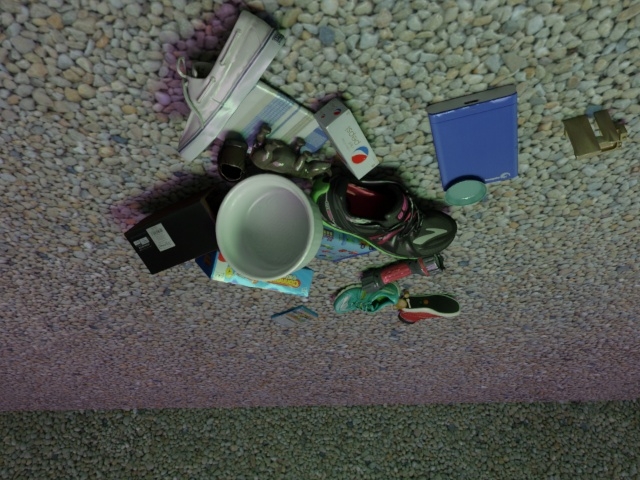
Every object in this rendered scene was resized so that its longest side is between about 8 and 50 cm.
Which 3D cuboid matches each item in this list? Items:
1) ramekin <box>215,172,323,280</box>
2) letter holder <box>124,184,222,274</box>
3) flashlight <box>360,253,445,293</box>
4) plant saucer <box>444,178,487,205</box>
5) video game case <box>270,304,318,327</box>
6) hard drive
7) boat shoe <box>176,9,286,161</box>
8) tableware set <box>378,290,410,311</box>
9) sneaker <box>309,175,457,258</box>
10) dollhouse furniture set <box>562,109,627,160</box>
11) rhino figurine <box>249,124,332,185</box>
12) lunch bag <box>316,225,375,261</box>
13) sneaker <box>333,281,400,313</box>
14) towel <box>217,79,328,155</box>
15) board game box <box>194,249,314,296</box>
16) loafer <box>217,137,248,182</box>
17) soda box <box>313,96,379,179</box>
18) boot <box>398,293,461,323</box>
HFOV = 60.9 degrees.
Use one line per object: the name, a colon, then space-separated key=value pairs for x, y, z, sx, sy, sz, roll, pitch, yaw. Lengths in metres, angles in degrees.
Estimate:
ramekin: x=-0.127 y=-0.032 z=1.454 sx=0.277 sy=0.277 sz=0.135 roll=-14 pitch=173 yaw=17
letter holder: x=-0.382 y=-0.053 z=1.619 sx=0.302 sy=0.214 sz=0.152 roll=-20 pitch=111 yaw=26
flashlight: x=0.286 y=0.113 z=1.934 sx=0.304 sy=0.103 sz=0.103 roll=-23 pitch=143 yaw=27
plant saucer: x=0.413 y=-0.141 z=1.554 sx=0.119 sy=0.021 sz=0.119 roll=-1 pitch=147 yaw=-1
video game case: x=-0.110 y=0.323 z=2.304 sx=0.166 sy=0.015 sz=0.119 roll=-22 pitch=141 yaw=28
hard drive: x=0.410 y=-0.256 z=1.438 sx=0.210 sy=0.040 sz=0.318 roll=-12 pitch=146 yaw=13
boat shoe: x=-0.241 y=-0.337 z=1.174 sx=0.156 sy=0.136 sz=0.367 roll=36 pitch=123 yaw=-15
tableware set: x=0.277 y=0.229 z=2.152 sx=0.154 sy=0.024 sz=0.104 roll=-9 pitch=116 yaw=16
sneaker: x=0.204 y=-0.063 z=1.553 sx=0.483 sy=0.185 sz=0.202 roll=13 pitch=169 yaw=-24
dollhouse furniture set: x=0.722 y=-0.237 z=1.413 sx=0.144 sy=0.123 sz=0.151 roll=-14 pitch=145 yaw=16
rhino figurine: x=-0.070 y=-0.205 z=1.398 sx=0.243 sy=0.073 sz=0.106 roll=17 pitch=136 yaw=-33
lunch bag: x=0.000 y=0.000 z=1.739 sx=0.221 sy=0.138 sz=0.293 roll=14 pitch=152 yaw=-28
sneaker: x=0.172 y=0.227 z=2.083 sx=0.275 sy=0.110 sz=0.107 roll=-19 pitch=129 yaw=21
towel: x=-0.124 y=-0.284 z=1.367 sx=0.285 sy=0.034 sz=0.209 roll=23 pitch=137 yaw=-36
board game box: x=-0.216 y=0.079 z=1.708 sx=0.302 sy=0.086 sz=0.308 roll=13 pitch=-177 yaw=-22
loafer: x=-0.236 y=-0.191 z=1.415 sx=0.080 sy=0.078 sz=0.220 roll=12 pitch=164 yaw=-7
soda box: x=0.068 y=-0.253 z=1.372 sx=0.074 sy=0.069 sz=0.216 roll=-40 pitch=140 yaw=1
boot: x=0.445 y=0.296 z=2.243 sx=0.244 sy=0.088 sz=0.176 roll=3 pitch=148 yaw=6
